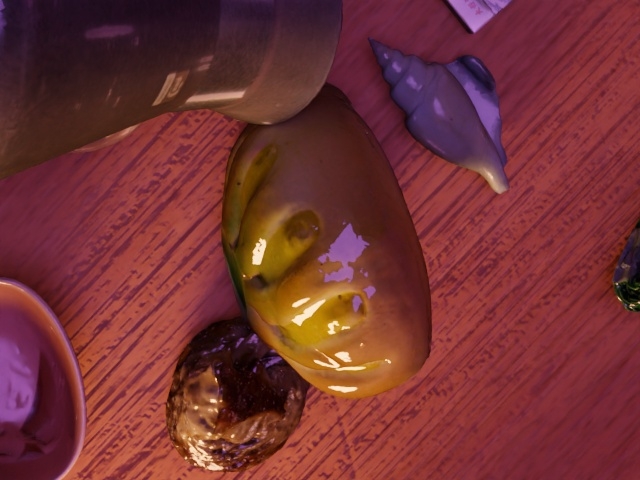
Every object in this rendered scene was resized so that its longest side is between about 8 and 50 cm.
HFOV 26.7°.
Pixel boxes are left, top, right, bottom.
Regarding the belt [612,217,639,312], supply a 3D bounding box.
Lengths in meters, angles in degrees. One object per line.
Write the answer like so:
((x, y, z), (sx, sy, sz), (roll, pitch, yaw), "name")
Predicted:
((0.326, 0.010, 1.167), (0.079, 0.121, 0.151), (31, 98, -14), "belt")

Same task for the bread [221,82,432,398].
((-0.005, -0.013, 1.094), (0.158, 0.156, 0.261), (-19, 58, -6), "bread")

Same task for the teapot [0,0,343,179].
((-0.183, -0.153, 0.966), (0.344, 0.300, 0.253), (-8, 64, -42), "teapot")

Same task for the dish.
((-0.297, 0.125, 1.119), (0.213, 0.090, 0.213), (-1, 96, -8), "dish")

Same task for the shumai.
((-0.071, 0.143, 1.155), (0.123, 0.105, 0.139), (29, 118, -14), "shumai")

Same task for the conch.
((0.105, -0.115, 1.154), (0.180, 0.088, 0.065), (43, 135, -18), "conch")

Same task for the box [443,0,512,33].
((0.144, -0.224, 1.154), (0.083, 0.024, 0.054), (-41, 103, 0), "box")
